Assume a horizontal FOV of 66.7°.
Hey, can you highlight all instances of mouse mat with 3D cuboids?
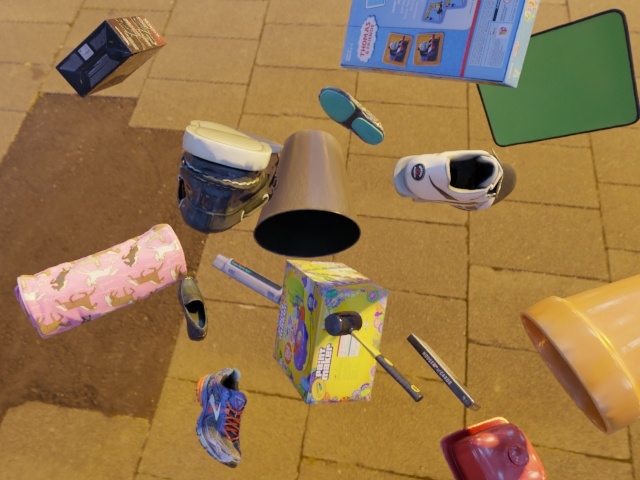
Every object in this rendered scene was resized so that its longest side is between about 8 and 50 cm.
[{"bbox_3d":[0.309,-0.205,0.651,0.190,0.152,0.007,-3,35,40],"label":"mouse mat"}]

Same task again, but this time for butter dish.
[{"bbox_3d":[0.317,0.383,0.839,0.160,0.118,0.159,-11,55,-20],"label":"butter dish"}]

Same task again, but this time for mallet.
[{"bbox_3d":[0.077,0.173,0.738,0.189,0.062,0.039,45,116,42],"label":"mallet"}]

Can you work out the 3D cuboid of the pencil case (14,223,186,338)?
[{"bbox_3d":[-0.532,0.094,1.205,0.386,0.159,0.167,-25,18,-27],"label":"pencil case"}]

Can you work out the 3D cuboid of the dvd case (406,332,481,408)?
[{"bbox_3d":[0.348,0.370,1.362,0.029,0.179,0.238,-44,58,3],"label":"dvd case"}]

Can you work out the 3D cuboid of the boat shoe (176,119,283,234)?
[{"bbox_3d":[-0.116,-0.083,0.621,0.127,0.340,0.112,13,103,-13],"label":"boat shoe"}]

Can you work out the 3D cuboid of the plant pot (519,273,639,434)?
[{"bbox_3d":[0.441,0.148,0.724,0.188,0.205,0.205,-32,63,7],"label":"plant pot"}]

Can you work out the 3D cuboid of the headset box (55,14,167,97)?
[{"bbox_3d":[-0.175,-0.160,0.417,0.062,0.032,0.083,-31,20,18],"label":"headset box"}]

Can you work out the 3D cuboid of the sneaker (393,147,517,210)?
[{"bbox_3d":[0.318,-0.122,0.980,0.331,0.146,0.122,-6,92,-34],"label":"sneaker"}]

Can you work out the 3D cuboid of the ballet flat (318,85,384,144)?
[{"bbox_3d":[0.040,-0.169,0.645,0.041,0.114,0.041,-34,39,33],"label":"ballet flat"}]

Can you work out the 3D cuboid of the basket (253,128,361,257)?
[{"bbox_3d":[-0.024,-0.100,0.975,0.205,0.154,0.226,-6,53,10],"label":"basket"}]

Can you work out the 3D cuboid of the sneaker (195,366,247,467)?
[{"bbox_3d":[-0.182,0.326,0.925,0.087,0.083,0.221,-38,38,7],"label":"sneaker"}]

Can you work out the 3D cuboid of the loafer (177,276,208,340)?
[{"bbox_3d":[-0.380,0.195,1.467,0.076,0.078,0.223,1,49,-32],"label":"loafer"}]

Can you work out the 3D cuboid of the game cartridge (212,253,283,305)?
[{"bbox_3d":[-0.165,0.159,1.577,0.355,0.230,0.068,25,77,30],"label":"game cartridge"}]

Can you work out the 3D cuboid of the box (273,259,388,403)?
[{"bbox_3d":[0.015,0.224,1.271,0.177,0.279,0.289,4,99,-23],"label":"box"}]

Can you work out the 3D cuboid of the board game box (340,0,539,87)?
[{"bbox_3d":[0.124,-0.258,0.523,0.212,0.039,0.160,22,109,37],"label":"board game box"}]
